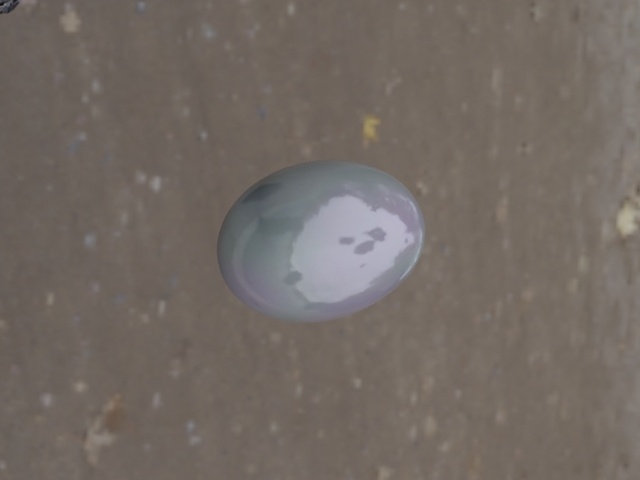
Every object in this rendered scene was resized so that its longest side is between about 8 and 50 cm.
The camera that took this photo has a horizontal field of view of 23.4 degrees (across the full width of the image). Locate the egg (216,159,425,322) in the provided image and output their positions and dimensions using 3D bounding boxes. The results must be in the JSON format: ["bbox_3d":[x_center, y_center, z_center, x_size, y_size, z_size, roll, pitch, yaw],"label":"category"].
[{"bbox_3d":[0.000,0.000,0.991,0.103,0.135,0.103,-14,90,-85],"label":"egg"}]

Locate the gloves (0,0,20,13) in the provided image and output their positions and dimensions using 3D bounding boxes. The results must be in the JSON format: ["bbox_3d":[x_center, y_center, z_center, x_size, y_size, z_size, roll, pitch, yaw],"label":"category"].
[{"bbox_3d":[-0.259,-0.164,0.714,0.210,0.312,0.135,57,45,-17],"label":"gloves"}]
